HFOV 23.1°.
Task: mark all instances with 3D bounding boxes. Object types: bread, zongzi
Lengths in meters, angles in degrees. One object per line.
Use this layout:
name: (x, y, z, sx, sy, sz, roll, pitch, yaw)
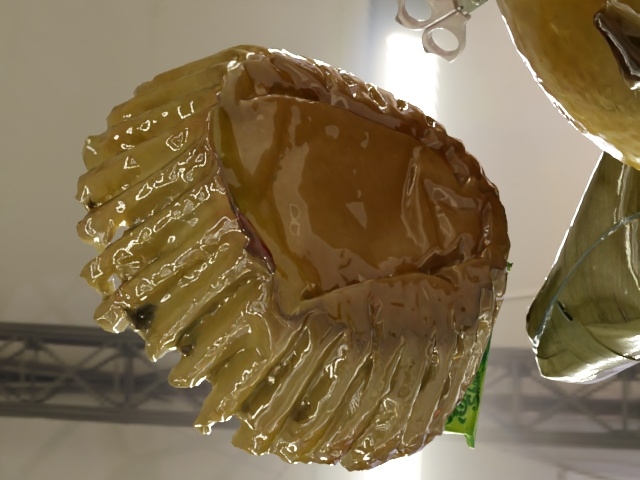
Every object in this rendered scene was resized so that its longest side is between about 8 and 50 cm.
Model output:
bread: (0.000, 0.000, 0.902, 0.274, 0.149, 0.274, 22, -128, -31)
zongzi: (0.239, -0.018, 1.298, 0.115, 0.228, 0.256, -2, -106, -21)

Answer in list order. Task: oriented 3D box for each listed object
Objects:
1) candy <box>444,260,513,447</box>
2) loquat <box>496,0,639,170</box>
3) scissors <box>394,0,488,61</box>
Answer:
candy: (0.111, 0.096, 1.437, 0.102, 0.032, 0.178, 12, -97, -7)
loquat: (0.258, -0.170, 0.938, 0.328, 0.328, 0.359, 41, -141, -22)
scissors: (0.160, -0.257, 1.703, 0.100, 0.189, 0.015, 48, -130, -15)
